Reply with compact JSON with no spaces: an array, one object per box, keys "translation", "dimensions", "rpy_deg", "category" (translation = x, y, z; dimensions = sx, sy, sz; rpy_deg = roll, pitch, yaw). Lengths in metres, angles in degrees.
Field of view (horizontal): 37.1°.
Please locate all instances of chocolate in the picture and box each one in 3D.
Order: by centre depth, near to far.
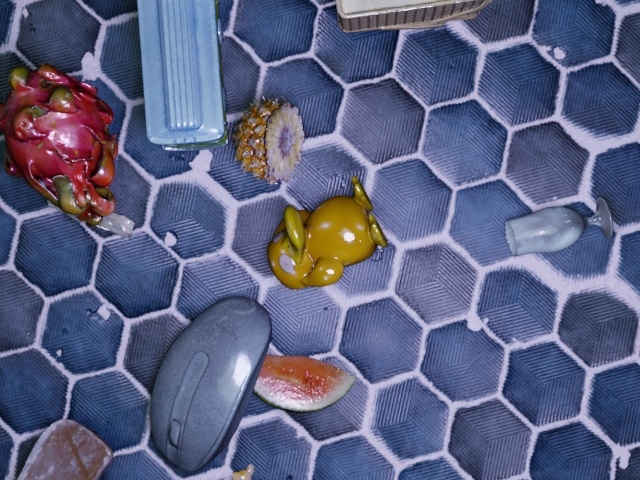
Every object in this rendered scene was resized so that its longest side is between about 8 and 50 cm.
[{"translation":[-0.527,0.493,1.941],"dimensions":[0.157,0.080,0.254],"rpy_deg":[31,88,15],"category":"chocolate"}]

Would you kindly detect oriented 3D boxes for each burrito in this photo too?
[{"translation":[-0.471,-0.054,1.960],"dimensions":[0.185,0.041,0.045],"rpy_deg":[19,81,-2],"category":"burrito"}]

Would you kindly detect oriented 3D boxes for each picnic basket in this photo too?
[{"translation":[0.177,-0.546,1.894],"dimensions":[0.313,0.175,0.228],"rpy_deg":[-7,90,4],"category":"picnic basket"}]

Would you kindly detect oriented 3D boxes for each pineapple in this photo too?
[{"translation":[-0.126,-0.204,1.910],"dimensions":[0.137,0.161,0.176],"rpy_deg":[7,96,27],"category":"pineapple"}]

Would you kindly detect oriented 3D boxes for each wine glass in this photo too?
[{"translation":[0.479,-0.025,1.928],"dimensions":[0.202,0.093,0.093],"rpy_deg":[-11,90,0],"category":"wine glass"}]

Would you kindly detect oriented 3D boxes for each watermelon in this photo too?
[{"translation":[-0.052,0.293,1.952],"dimensions":[0.245,0.063,0.119],"rpy_deg":[12,77,1],"category":"watermelon"}]

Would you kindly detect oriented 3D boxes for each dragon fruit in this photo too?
[{"translation":[-0.502,-0.196,1.870],"dimensions":[0.307,0.227,0.243],"rpy_deg":[34,94,-1],"category":"dragon fruit"}]

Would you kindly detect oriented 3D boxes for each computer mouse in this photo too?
[{"translation":[-0.229,0.280,1.896],"dimensions":[0.203,0.114,0.374],"rpy_deg":[24,88,26],"category":"computer mouse"}]

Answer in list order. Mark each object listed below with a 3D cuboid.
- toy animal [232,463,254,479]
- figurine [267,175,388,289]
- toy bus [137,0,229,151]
[{"translation":[-0.138,0.496,1.949],"dimensions":[0.081,0.060,0.083],"rpy_deg":[-33,91,40],"category":"toy animal"},{"translation":[0.009,0.001,1.894],"dimensions":[0.228,0.215,0.215],"rpy_deg":[-12,90,-11],"category":"figurine"},{"translation":[-0.266,-0.340,1.884],"dimensions":[0.152,0.190,0.312],"rpy_deg":[-4,90,0],"category":"toy bus"}]
